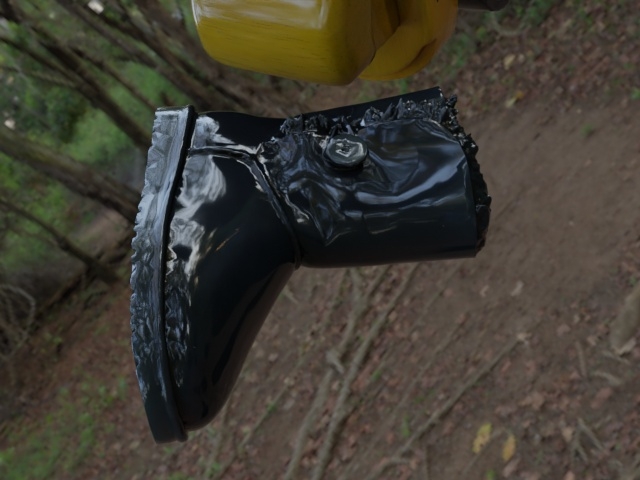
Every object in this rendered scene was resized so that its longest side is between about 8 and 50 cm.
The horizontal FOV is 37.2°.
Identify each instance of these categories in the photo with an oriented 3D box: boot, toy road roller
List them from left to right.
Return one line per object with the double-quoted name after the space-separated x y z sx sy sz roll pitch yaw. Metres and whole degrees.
0.000 0.000 0.567 0.094 0.207 0.246 85 -178 -47 "boot"
0.010 -0.260 0.687 0.203 0.329 0.240 16 52 32 "toy road roller"
